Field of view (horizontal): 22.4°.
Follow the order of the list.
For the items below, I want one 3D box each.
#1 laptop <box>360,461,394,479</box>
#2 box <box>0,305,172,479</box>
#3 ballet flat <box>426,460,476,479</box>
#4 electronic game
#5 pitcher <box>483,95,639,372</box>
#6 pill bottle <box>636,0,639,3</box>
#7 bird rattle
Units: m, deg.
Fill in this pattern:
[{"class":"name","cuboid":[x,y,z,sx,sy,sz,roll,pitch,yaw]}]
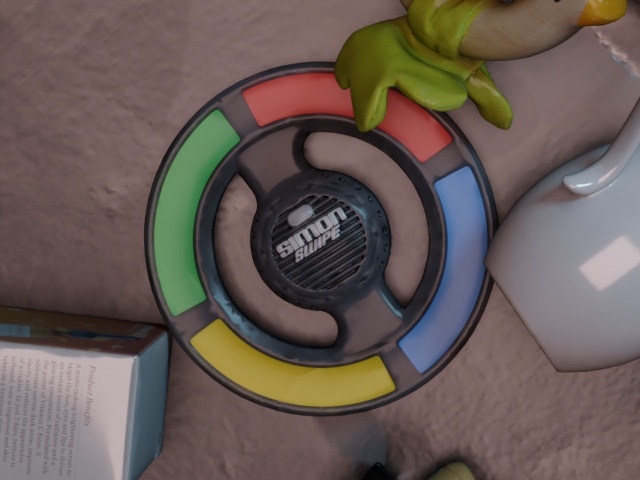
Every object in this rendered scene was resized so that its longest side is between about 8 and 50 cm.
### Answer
[{"class":"laptop","cuboid":[0.093,0.303,1.035,0.264,0.137,0.234,23,123,-21]},{"class":"box","cuboid":[-0.190,0.096,1.021,0.170,0.130,0.091,6,95,3]},{"class":"ballet flat","cuboid":[0.153,0.229,1.038,0.232,0.080,0.073,40,67,-3]},{"class":"electronic game","cuboid":[0.000,0.000,1.038,0.229,0.048,0.229,0,96,5]},{"class":"pitcher","cuboid":[0.194,-0.027,0.966,0.207,0.125,0.178,-35,131,4]},{"class":"pill bottle","cuboid":[0.207,-0.188,0.985,0.152,0.086,0.086,31,97,0]},{"class":"bird rattle","cuboid":[0.088,-0.192,0.953,0.207,0.143,0.254,-8,89,43]}]
